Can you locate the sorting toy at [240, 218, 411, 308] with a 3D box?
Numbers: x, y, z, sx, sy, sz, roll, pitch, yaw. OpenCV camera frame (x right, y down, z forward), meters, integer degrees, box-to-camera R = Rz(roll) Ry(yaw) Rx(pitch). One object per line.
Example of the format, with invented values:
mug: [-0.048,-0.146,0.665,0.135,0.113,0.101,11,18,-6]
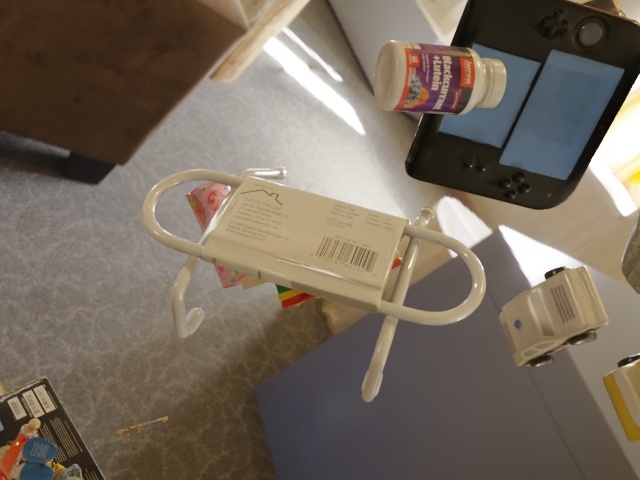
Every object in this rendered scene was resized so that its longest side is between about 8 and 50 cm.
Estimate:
sorting toy: [0.023,0.057,1.246,0.255,0.257,0.089,-19,89,-49]

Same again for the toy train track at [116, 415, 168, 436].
toy train track: [-0.292,0.307,1.039,0.083,0.048,0.014,-12,77,-25]

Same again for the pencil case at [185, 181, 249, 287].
pencil case: [-0.250,-0.017,1.660,0.124,0.124,0.284,-35,105,-61]

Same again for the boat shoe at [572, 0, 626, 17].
boat shoe: [0.502,-0.420,1.508,0.186,0.501,0.156,61,8,-47]

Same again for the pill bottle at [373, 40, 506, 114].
pill bottle: [0.193,-0.258,1.016,0.194,0.108,0.108,0,49,-15]

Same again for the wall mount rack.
wall mount rack: [0.000,0.000,0.691,0.350,0.130,0.304,17,49,9]

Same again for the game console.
game console: [0.374,-0.248,1.166,0.342,0.386,0.060,11,32,-12]

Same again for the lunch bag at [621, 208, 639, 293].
lunch bag: [0.649,-0.049,1.055,0.212,0.256,0.305,58,-11,37]

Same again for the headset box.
headset box: [-0.406,0.397,0.951,0.131,0.283,0.246,-24,52,-32]

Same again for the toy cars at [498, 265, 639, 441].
toy cars: [0.321,0.133,0.754,0.087,0.176,0.394,-4,15,-19]

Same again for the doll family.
doll family: [-0.325,0.338,0.695,0.118,0.163,0.262,28,59,-29]
